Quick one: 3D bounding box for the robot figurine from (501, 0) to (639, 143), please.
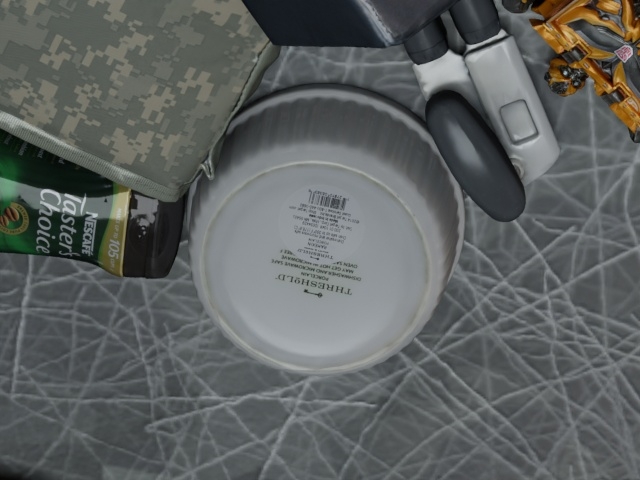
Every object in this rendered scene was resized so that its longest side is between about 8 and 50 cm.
[{"bbox_3d":[0.263,-0.193,1.168,0.211,0.085,0.291,43,110,-13],"label":"robot figurine"}]

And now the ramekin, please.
[{"bbox_3d":[0.000,0.000,1.261,0.207,0.109,0.207,2,113,5],"label":"ramekin"}]

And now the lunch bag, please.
[{"bbox_3d":[-0.151,-0.188,1.164,0.287,0.169,0.235,31,115,-3],"label":"lunch bag"}]

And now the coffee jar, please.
[{"bbox_3d":[-0.191,-0.030,1.282,0.184,0.079,0.096,9,113,1],"label":"coffee jar"}]

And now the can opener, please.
[{"bbox_3d":[0.087,-0.146,1.198,0.076,0.095,0.283,-21,114,13],"label":"can opener"}]

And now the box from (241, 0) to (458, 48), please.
[{"bbox_3d":[0.072,-0.336,0.977,0.395,0.212,0.293,-38,106,-11],"label":"box"}]
